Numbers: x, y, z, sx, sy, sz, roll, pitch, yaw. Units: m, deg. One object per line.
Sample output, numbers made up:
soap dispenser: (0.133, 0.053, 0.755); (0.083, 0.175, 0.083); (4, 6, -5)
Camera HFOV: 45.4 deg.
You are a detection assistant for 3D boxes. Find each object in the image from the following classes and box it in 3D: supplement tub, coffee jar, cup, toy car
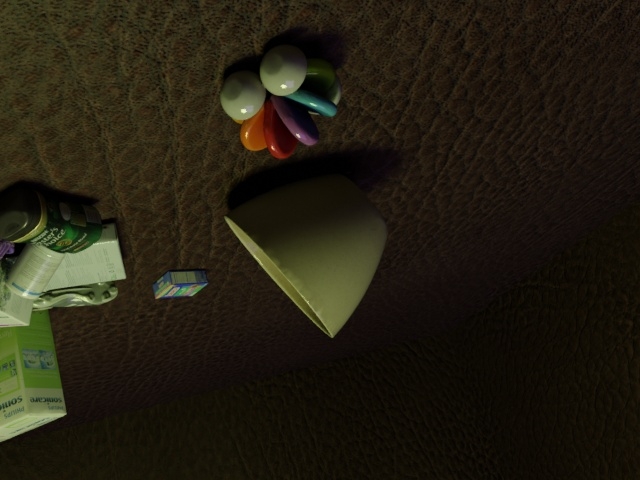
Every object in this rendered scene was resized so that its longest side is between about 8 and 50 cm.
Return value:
supplement tub: (-0.524, 0.047, 1.408); (0.107, 0.071, 0.071); (-54, 153, 8)
coffee jar: (-0.475, -0.032, 1.328); (0.096, 0.079, 0.184); (-27, 159, 22)
cup: (0.000, 0.000, 1.571); (0.237, 0.331, 0.331); (-41, 163, -8)
toy car: (-0.050, -0.198, 1.158); (0.182, 0.136, 0.159); (-26, 160, 23)

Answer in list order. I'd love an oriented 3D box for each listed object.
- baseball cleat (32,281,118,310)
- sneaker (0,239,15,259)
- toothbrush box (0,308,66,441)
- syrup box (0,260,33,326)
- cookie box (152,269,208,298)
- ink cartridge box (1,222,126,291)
baseball cleat: (-0.567, 0.117, 1.718); (0.206, 0.072, 0.109); (1, 168, -35)
sneaker: (-0.569, 0.017, 1.295); (0.068, 0.071, 0.170); (4, -167, 16)
toothbrush box: (-0.703, 0.284, 1.700); (0.206, 0.283, 0.122); (-24, 161, 19)
syrup box: (-0.632, 0.082, 1.402); (0.096, 0.093, 0.237); (-5, 156, 13)
cookie box: (-0.350, 0.109, 1.910); (0.107, 0.040, 0.092); (0, 156, -41)
ink cartridge box: (-0.516, 0.041, 1.551); (0.224, 0.045, 0.223); (-10, 160, -14)
